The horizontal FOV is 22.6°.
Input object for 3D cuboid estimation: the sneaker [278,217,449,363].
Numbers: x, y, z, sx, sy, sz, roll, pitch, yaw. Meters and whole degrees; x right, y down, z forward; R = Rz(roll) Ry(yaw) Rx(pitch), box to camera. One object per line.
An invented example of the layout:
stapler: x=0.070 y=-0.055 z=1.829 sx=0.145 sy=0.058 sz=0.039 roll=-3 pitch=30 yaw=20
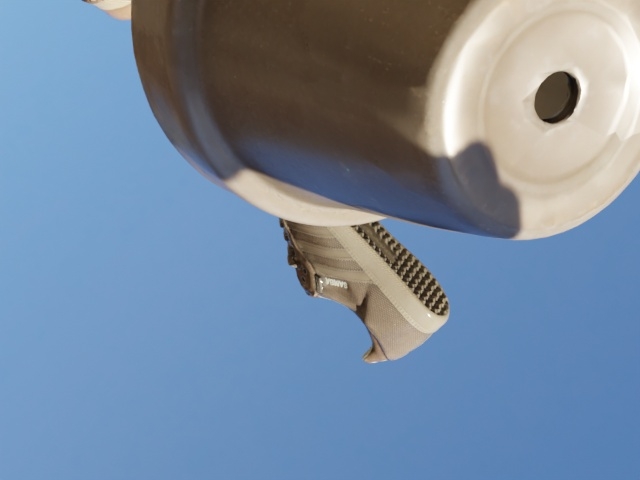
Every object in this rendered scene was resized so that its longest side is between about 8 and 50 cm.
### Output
sneaker: x=0.000 y=0.000 z=1.052 sx=0.071 sy=0.188 sz=0.066 roll=-42 pitch=174 yaw=26

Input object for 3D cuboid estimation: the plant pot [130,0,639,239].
plant pot: x=0.059 y=-0.107 z=0.859 sx=0.263 sy=0.263 sz=0.229 roll=-45 pitch=-145 yaw=-5

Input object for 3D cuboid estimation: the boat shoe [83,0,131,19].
boat shoe: x=-0.083 y=-0.305 z=1.384 sx=0.324 sy=0.116 sz=0.123 roll=-30 pitch=-130 yaw=8
